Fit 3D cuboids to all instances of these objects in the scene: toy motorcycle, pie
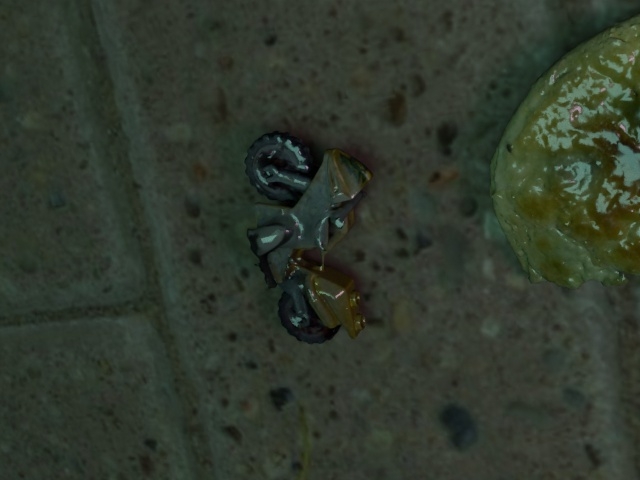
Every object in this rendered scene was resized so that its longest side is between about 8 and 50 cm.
[{"bbox_3d":[0.000,0.000,1.089,0.130,0.094,0.229,-5,110,20],"label":"toy motorcycle"},{"bbox_3d":[0.314,-0.055,0.954,0.337,0.075,0.337,9,113,21],"label":"pie"}]
